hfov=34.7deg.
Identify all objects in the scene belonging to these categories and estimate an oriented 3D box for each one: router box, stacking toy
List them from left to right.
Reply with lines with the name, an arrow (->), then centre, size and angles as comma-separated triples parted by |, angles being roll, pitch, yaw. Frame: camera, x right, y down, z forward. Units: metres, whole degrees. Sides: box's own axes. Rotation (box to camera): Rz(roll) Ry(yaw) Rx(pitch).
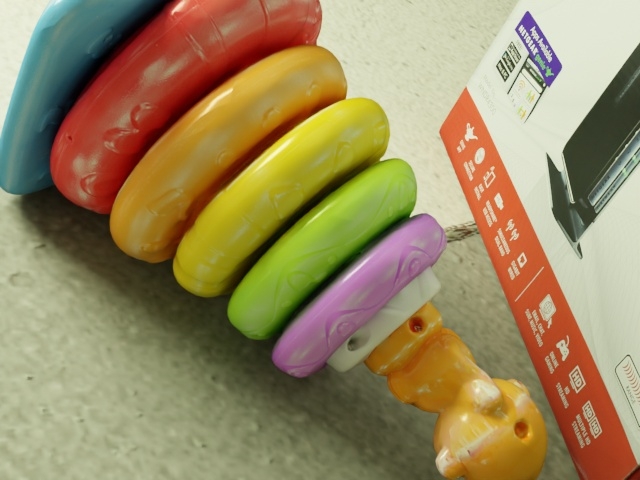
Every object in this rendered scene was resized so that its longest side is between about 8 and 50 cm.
stacking toy -> 0.000, 0.000, 0.500 | 0.302, 0.166, 0.175 | 48, 53, 7
router box -> 0.210, -0.068, 0.578 | 0.082, 0.301, 0.335 | 13, 38, -23
